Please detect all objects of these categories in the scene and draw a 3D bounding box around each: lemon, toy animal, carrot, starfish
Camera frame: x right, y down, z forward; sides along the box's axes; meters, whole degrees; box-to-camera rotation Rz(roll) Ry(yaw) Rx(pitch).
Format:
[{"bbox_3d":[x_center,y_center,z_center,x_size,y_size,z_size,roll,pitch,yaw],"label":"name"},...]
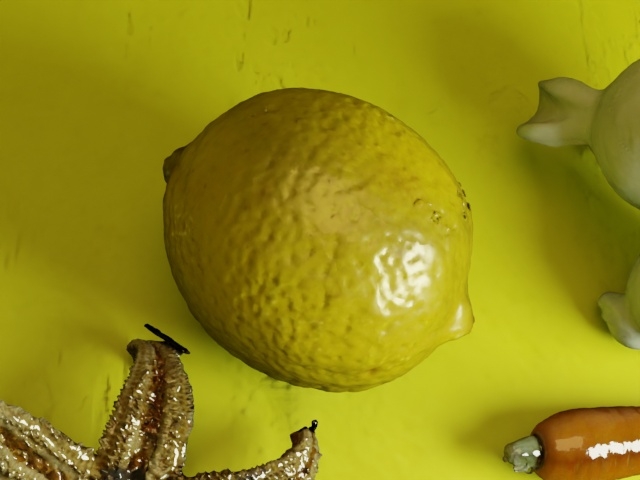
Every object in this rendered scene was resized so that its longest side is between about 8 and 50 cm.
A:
[{"bbox_3d":[0.000,-0.002,1.066,0.267,0.267,0.267,4,62,-7],"label":"lemon"},{"bbox_3d":[0.330,-0.043,1.156,0.183,0.247,0.310,-18,81,-36],"label":"toy animal"},{"bbox_3d":[0.315,0.177,1.130,0.336,0.069,0.069,-2,62,-17],"label":"carrot"},{"bbox_3d":[-0.166,0.201,1.012,0.312,0.113,0.303,19,63,-9],"label":"starfish"}]
